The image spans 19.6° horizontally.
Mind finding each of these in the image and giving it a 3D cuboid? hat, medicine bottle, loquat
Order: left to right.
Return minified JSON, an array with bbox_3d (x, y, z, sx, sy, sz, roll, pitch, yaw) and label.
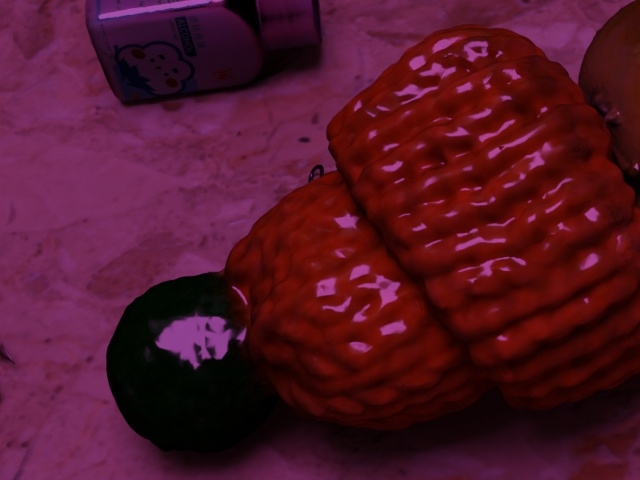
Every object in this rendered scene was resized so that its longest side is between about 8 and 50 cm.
[{"bbox_3d":[-0.097,-0.194,1.576,0.188,0.119,0.094,-8,55,5],"label":"medicine bottle"},{"bbox_3d":[0.033,0.030,1.316,0.400,0.285,0.285,-28,55,-5],"label":"hat"},{"bbox_3d":[0.280,-0.105,1.431,0.172,0.149,0.204,19,75,20],"label":"loquat"}]

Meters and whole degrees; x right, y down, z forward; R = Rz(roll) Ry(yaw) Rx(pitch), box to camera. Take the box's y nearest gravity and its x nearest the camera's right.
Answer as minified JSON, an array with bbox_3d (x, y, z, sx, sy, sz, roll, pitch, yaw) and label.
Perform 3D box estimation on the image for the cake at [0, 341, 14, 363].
[{"bbox_3d":[-0.369,0.058,1.466,0.287,0.135,0.098,28,50,16],"label":"cake"}]

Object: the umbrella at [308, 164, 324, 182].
[{"bbox_3d":[0.003,-0.002,1.488,0.022,0.022,0.149,-39,44,36],"label":"umbrella"}]
